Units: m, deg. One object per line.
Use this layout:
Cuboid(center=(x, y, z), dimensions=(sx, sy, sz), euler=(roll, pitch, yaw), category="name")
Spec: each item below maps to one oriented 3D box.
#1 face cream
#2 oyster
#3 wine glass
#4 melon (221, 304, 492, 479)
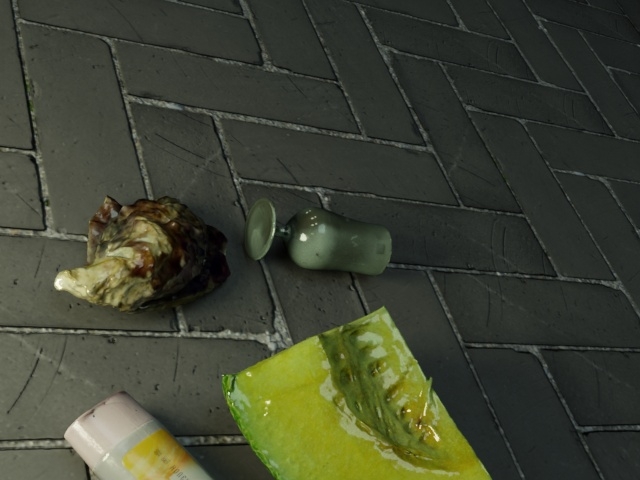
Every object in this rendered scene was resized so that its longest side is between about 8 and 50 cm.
Cuboid(center=(-0.178, 0.295, 1.132), dimensions=(0.269, 0.073, 0.107), euler=(42, 31, 13), category="face cream")
Cuboid(center=(-0.241, 0.011, 1.372), dimensions=(0.275, 0.100, 0.271), euler=(8, 29, -23), category="oyster")
Cuboid(center=(0.000, 0.000, 1.548), dimensions=(0.231, 0.103, 0.103), euler=(12, 43, -30), category="wine glass")
Cuboid(center=(0.085, 0.261, 1.251), dimensions=(0.331, 0.226, 0.344), euler=(-7, 66, -55), category="melon")
